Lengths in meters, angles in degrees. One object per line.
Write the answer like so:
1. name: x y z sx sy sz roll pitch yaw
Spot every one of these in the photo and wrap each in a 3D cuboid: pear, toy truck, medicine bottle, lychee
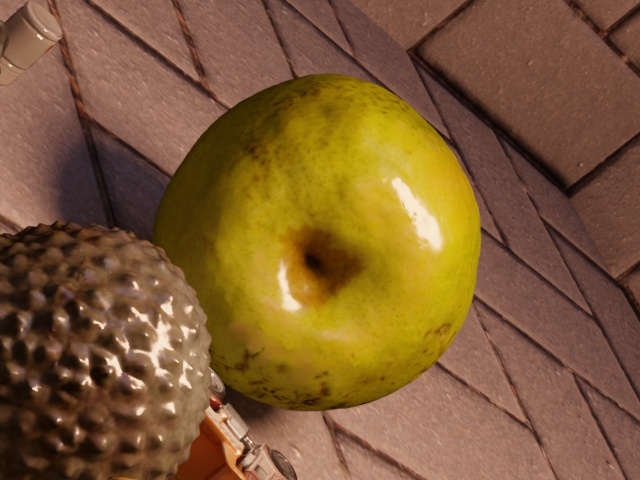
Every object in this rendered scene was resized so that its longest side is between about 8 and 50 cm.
1. pear: 0.000 0.000 1.928 0.391 0.391 0.391 45 18 -18
2. toy truck: -0.129 0.183 1.629 0.270 0.114 0.135 50 13 0
3. medicine bottle: -0.340 -0.223 1.982 0.057 0.089 0.057 45 17 -18
4. lychee: -0.214 0.099 1.354 0.274 0.255 0.255 20 34 -49

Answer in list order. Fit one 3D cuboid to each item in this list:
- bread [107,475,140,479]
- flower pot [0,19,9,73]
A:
1. bread: -0.110 0.323 1.263 0.211 0.183 0.224 38 23 -39
2. flower pot: -0.419 -0.237 1.787 0.229 0.103 0.108 45 17 -17
